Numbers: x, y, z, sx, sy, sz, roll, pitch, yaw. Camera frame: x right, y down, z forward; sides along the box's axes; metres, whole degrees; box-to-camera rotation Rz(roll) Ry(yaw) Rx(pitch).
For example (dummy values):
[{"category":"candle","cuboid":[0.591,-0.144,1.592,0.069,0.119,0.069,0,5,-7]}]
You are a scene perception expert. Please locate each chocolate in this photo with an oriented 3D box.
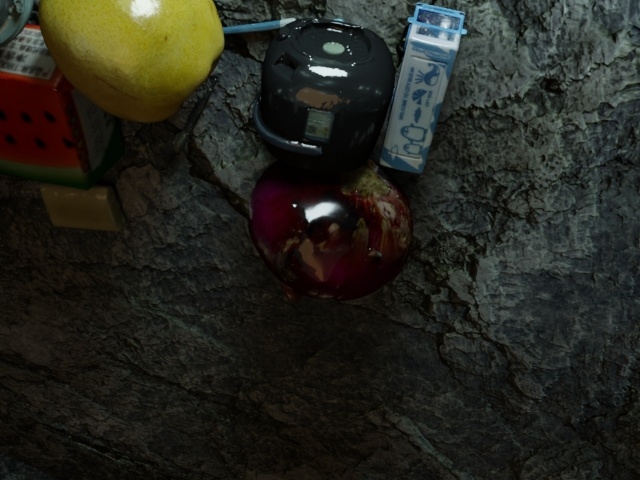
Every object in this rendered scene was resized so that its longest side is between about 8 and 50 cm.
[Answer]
[{"category":"chocolate","cuboid":[-0.630,-0.281,1.632,0.360,0.161,0.341,10,143,6]}]

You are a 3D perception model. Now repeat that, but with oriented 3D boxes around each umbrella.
[{"category":"umbrella","cuboid":[-0.281,-0.250,1.676,0.044,0.044,0.269,45,123,9]}]

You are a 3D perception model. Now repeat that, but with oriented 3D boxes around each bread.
[{"category":"bread","cuboid":[-0.574,-0.086,1.884,0.178,0.060,0.139,7,134,10]}]

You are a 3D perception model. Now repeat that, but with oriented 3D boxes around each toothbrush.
[{"category":"toothbrush","cuboid":[-0.176,-0.405,1.507,0.276,0.019,0.025,-1,136,17]}]

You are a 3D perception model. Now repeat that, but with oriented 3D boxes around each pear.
[{"category":"pear","cuboid":[-0.331,-0.372,1.392,0.314,0.314,0.314,8,133,9]}]

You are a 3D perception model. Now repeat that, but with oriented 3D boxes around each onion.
[{"category":"onion","cuboid":[0.000,0.000,1.610,0.348,0.347,0.385,25,131,-8]}]

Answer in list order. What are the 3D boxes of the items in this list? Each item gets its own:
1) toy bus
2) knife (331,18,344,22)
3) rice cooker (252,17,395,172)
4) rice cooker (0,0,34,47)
[{"category":"toy bus","cuboid":[0.184,-0.276,1.445,0.106,0.131,0.297,13,134,3]},{"category":"knife","cuboid":[-0.001,-0.403,1.465,0.096,0.010,0.027,-4,130,19]},{"category":"rice cooker","cuboid":[0.005,-0.271,1.421,0.267,0.267,0.224,14,135,4]},{"category":"rice cooker","cuboid":[-0.648,-0.493,1.385,0.317,0.316,0.264,-6,145,21]}]
